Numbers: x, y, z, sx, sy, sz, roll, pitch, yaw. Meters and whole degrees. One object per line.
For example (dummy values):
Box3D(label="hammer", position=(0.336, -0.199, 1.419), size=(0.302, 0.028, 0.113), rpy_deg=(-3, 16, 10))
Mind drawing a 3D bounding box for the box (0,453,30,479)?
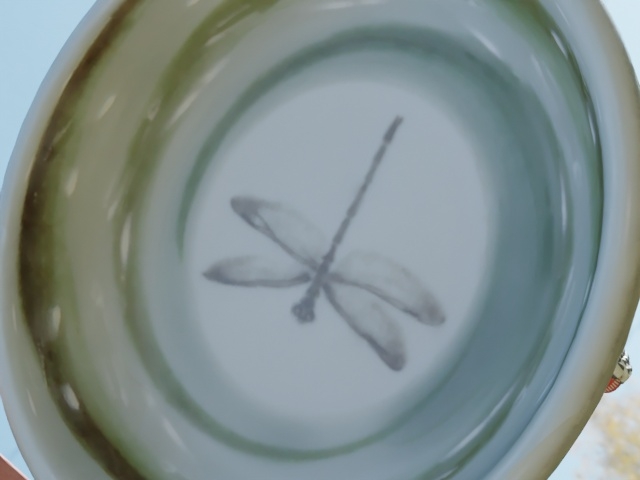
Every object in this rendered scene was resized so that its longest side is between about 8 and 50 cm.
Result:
Box3D(label="box", position=(-0.222, 0.198, 0.989), size=(0.127, 0.148, 0.232), rpy_deg=(-52, -60, -18))

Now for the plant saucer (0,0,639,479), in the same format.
Box3D(label="plant saucer", position=(0.000, 0.000, 0.873), size=(0.100, 0.400, 0.401), rpy_deg=(23, -87, -56))

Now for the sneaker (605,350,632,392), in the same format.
Box3D(label="sneaker", position=(0.161, 0.066, 1.490), size=(0.118, 0.279, 0.107), rpy_deg=(-56, -27, 6))
